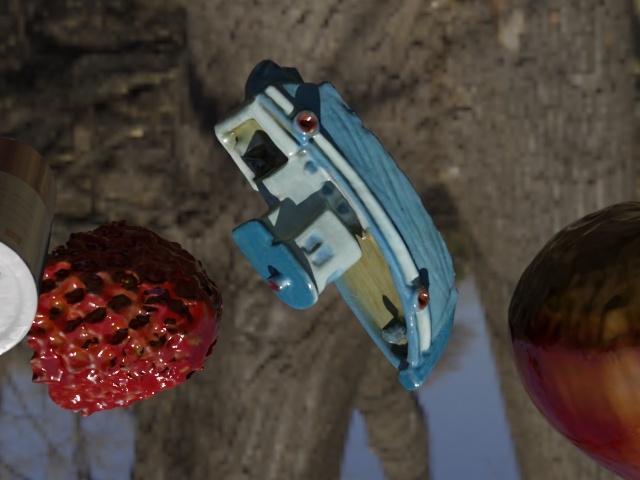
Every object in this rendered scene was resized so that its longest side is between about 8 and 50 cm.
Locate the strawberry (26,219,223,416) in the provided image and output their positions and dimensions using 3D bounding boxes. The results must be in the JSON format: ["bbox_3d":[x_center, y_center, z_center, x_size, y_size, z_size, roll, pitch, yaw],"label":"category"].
[{"bbox_3d":[-0.185,0.097,1.649,0.178,0.234,0.234,13,-170,38],"label":"strawberry"}]

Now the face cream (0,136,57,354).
[{"bbox_3d":[-0.246,0.000,1.118,0.096,0.096,0.214,-1,-158,-5],"label":"face cream"}]

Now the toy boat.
[{"bbox_3d":[0.000,0.000,0.923,0.102,0.215,0.088,-40,-172,-25],"label":"toy boat"}]

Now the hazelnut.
[{"bbox_3d":[0.221,0.076,0.960,0.208,0.208,0.208,-1,-179,0],"label":"hazelnut"}]
